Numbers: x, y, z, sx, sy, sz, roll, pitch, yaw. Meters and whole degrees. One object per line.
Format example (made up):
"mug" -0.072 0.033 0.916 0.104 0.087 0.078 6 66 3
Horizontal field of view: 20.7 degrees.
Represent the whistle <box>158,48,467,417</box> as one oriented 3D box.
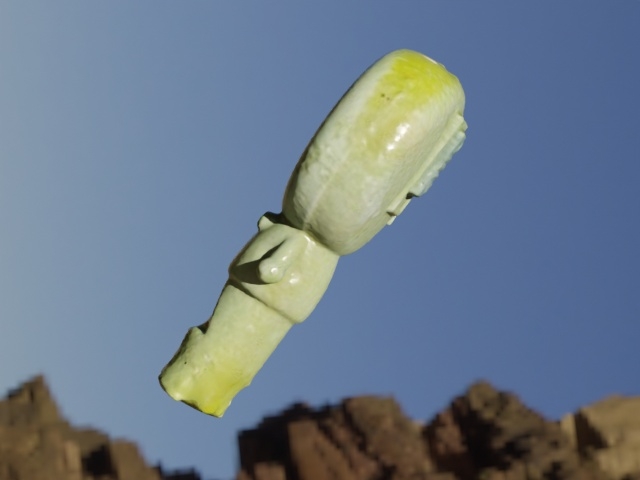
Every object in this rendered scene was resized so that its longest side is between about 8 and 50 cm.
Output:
"whistle" 0.000 0.000 0.812 0.198 0.057 0.104 -55 171 1
